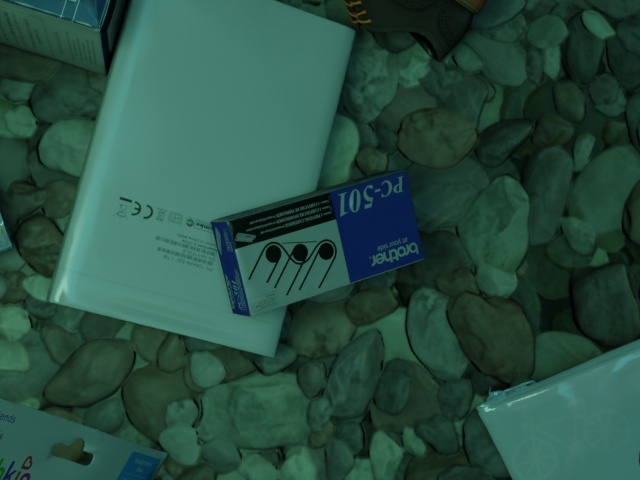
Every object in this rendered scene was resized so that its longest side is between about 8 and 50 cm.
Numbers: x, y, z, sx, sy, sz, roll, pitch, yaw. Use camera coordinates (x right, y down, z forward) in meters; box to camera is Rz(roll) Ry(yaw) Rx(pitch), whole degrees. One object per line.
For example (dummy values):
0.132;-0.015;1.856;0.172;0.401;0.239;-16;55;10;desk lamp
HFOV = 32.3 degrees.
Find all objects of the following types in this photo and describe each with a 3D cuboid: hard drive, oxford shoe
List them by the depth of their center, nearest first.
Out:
-0.115;-0.081;1.119;0.233;0.047;0.353;16;83;-18;hard drive
0.052;-0.264;1.119;0.271;0.097;0.098;21;102;-31;oxford shoe

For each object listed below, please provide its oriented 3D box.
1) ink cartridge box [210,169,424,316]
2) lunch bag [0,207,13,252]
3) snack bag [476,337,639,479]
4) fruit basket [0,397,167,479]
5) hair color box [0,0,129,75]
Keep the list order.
0.000;0.000;1.111;0.207;0.046;0.097;-17;99;-27;ink cartridge box
-0.350;-0.018;1.095;0.071;0.053;0.083;-21;79;-12;lunch bag
0.373;0.254;1.131;0.323;0.037;0.342;-25;89;12;snack bag
-0.280;0.323;0.954;0.165;0.327;0.353;29;83;27;fruit basket
-0.359;-0.274;1.054;0.347;0.174;0.105;16;82;-7;hair color box
